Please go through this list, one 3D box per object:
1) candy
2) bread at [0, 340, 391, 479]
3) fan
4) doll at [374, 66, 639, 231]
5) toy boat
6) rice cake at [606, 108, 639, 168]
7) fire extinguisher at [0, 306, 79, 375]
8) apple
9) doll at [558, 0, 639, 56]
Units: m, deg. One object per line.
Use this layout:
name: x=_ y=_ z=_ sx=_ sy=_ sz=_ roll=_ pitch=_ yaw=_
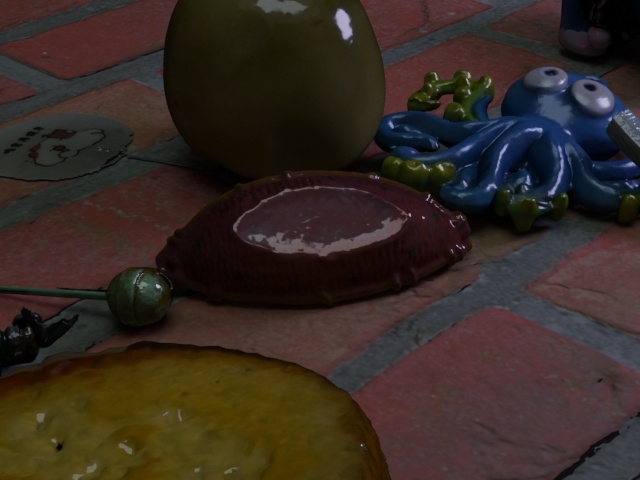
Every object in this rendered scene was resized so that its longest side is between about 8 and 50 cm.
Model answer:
candy: x=-0.233 y=0.049 z=1.169 sx=0.203 sy=0.061 sz=0.061 roll=2 pitch=29 yaw=22
bread: x=-0.113 y=0.219 z=0.697 sx=0.398 sy=0.215 sz=0.398 roll=-5 pitch=27 yaw=3
fan: x=-0.254 y=-0.107 z=1.468 sx=0.329 sy=0.009 sz=0.191 roll=10 pitch=31 yaw=19
doll: x=0.230 y=-0.120 z=1.377 sx=0.346 sy=0.098 sz=0.341 roll=20 pitch=36 yaw=26
toy boat: x=-0.001 y=-0.002 z=1.197 sx=0.318 sy=0.099 sz=0.141 roll=-5 pitch=71 yaw=-7
rice cake: x=0.368 y=-0.067 z=1.285 sx=0.042 sy=0.030 sz=0.180 roll=-22 pitch=61 yaw=-34
fire extinguisher: x=-0.349 y=0.099 z=1.034 sx=0.294 sy=0.118 sz=0.093 roll=-9 pitch=66 yaw=-12
apple: x=-0.048 y=-0.192 z=1.382 sx=0.262 sy=0.262 sz=0.262 roll=-1 pitch=30 yaw=1
doll: x=0.487 y=-0.342 z=1.634 sx=0.310 sy=0.240 sz=0.284 roll=18 pitch=49 yaw=39
